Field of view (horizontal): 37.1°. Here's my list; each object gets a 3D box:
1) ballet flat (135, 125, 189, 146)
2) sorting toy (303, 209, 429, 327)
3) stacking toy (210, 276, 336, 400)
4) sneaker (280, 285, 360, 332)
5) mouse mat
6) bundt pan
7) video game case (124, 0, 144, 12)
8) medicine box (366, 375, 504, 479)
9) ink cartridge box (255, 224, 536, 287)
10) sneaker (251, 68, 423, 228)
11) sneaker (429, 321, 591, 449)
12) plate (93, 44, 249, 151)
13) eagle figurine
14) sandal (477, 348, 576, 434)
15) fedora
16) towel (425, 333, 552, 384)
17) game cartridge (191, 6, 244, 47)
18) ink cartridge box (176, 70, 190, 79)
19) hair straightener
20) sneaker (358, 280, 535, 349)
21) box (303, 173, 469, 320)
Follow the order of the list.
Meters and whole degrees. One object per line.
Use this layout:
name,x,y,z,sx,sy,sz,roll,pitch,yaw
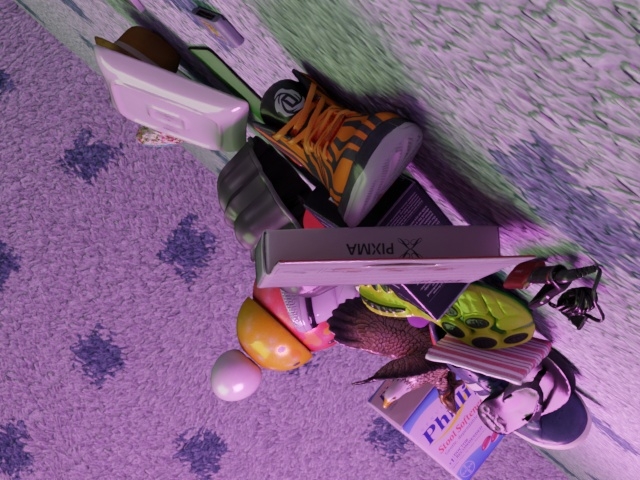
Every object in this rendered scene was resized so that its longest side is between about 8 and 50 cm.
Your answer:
ballet flat,-0.266,-0.235,1.901,0.241,0.091,0.077,1,136,19
sorting toy,0.093,0.006,1.689,0.365,0.127,0.126,46,-164,-33
stacking toy,-0.077,0.194,2.268,0.350,0.480,0.350,40,175,4
sneaker,0.000,0.000,2.047,0.137,0.210,0.366,61,-167,-73
mouse mat,-0.134,-0.250,1.562,0.189,0.007,0.152,44,174,-23
bundt pan,-0.072,-0.027,1.764,0.331,0.124,0.331,50,-169,-14
video game case,-0.349,-0.429,1.574,0.122,0.011,0.087,37,175,30
medicine box,0.301,0.366,2.189,0.289,0.263,0.149,44,174,-36
ink cartridge box,0.071,0.012,1.071,0.275,0.060,0.239,-1,170,-9
sneaker,0.004,-0.111,1.057,0.180,0.124,0.321,39,175,1
sneaker,0.323,0.240,1.706,0.350,0.131,0.148,35,172,37
plate,-0.266,-0.236,1.707,0.277,0.045,0.278,20,168,-2
eagle figurine,0.179,0.243,1.927,0.226,0.225,0.298,-5,146,44
sandal,0.340,0.266,1.585,0.097,0.054,0.254,42,141,12
fedora,-0.318,-0.333,1.741,0.194,0.079,0.194,34,173,5
towel,0.254,0.168,1.420,0.144,0.029,0.197,13,-166,24
game cartridge,-0.134,-0.279,1.254,0.056,0.017,0.083,40,177,-37
ink cartridge box,-0.292,-0.304,1.968,0.099,0.056,0.135,38,174,25
hair straightener,0.270,0.055,1.044,0.089,0.047,0.230,40,171,0
sneaker,0.194,0.073,1.436,0.295,0.123,0.109,17,130,37
box,0.102,-0.007,1.316,0.207,0.108,0.153,44,174,-41
